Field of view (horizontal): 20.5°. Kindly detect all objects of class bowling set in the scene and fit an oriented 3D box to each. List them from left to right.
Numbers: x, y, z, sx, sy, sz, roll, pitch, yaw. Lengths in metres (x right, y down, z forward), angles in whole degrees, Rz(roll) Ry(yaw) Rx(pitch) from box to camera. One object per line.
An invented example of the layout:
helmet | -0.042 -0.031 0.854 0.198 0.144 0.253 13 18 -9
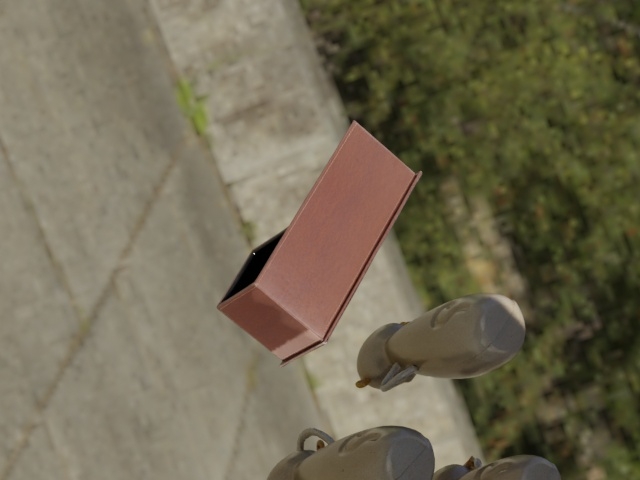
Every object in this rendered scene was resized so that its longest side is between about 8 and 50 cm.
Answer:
bowling set | 0.057 0.190 1.094 0.200 0.287 0.154 51 -31 -11

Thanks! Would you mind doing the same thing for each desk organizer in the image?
desk organizer | 0.000 0.000 0.967 0.050 0.047 0.130 40 54 -14
